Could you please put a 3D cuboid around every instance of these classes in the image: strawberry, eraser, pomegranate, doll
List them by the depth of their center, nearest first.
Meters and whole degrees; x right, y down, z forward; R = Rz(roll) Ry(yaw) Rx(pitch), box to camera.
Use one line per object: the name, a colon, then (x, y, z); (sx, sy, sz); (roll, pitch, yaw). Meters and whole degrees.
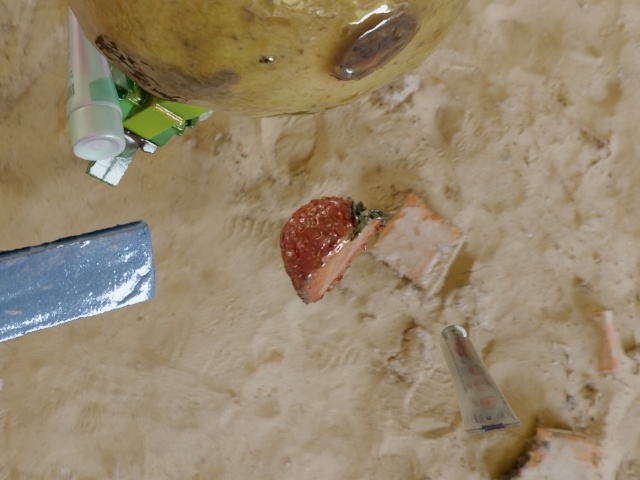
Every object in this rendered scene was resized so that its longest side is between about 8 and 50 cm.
pomegranate: (-0.028, -0.203, 0.497); (0.281, 0.281, 0.281); (2, 82, -15)
doll: (-0.170, -0.155, 0.899); (0.106, 0.186, 0.134); (31, 44, -43)
strawberry: (-0.004, 0.002, 1.298); (0.106, 0.236, 0.175); (50, 33, 14)
eraser: (-0.422, 0.067, 1.401); (0.312, 0.043, 0.144); (-15, 117, -31)

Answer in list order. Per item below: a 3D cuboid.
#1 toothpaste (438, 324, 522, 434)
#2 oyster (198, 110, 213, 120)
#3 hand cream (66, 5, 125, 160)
toothpaste: (0.288, 0.264, 1.626); (0.100, 0.323, 0.066); (-7, 114, -2)
oyster: (-0.151, -0.351, 1.487); (0.158, 0.351, 0.162); (41, 31, 4)
hand cream: (-0.210, -0.159, 0.767); (0.047, 0.076, 0.174); (-9, 69, -13)
